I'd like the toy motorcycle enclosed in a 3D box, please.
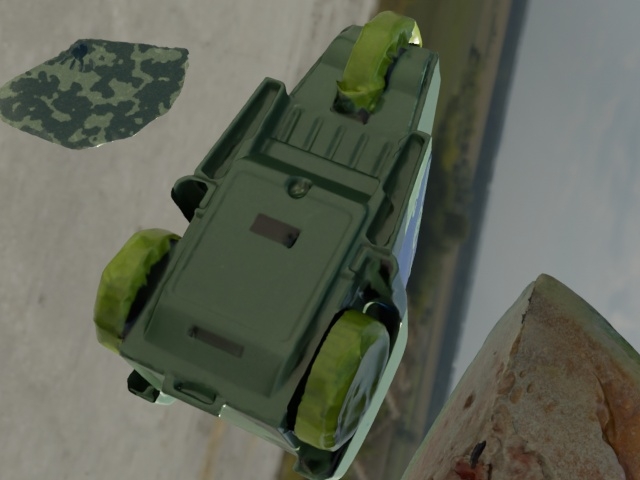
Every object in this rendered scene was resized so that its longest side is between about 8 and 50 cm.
[{"bbox_3d":[0.000,0.000,0.898,0.326,0.191,0.200,-61,159,-18],"label":"toy motorcycle"}]

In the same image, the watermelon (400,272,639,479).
[{"bbox_3d":[0.135,0.211,0.781,0.322,0.175,0.188,-61,-177,-33],"label":"watermelon"}]

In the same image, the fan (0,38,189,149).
[{"bbox_3d":[-0.261,-0.170,1.388,0.009,0.240,0.131,124,-50,-72],"label":"fan"}]
